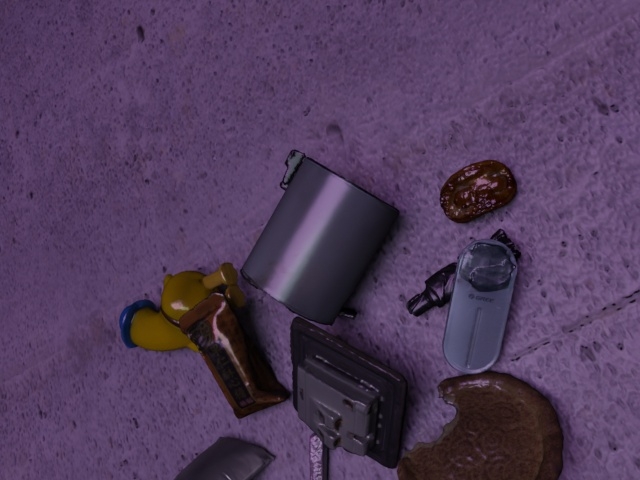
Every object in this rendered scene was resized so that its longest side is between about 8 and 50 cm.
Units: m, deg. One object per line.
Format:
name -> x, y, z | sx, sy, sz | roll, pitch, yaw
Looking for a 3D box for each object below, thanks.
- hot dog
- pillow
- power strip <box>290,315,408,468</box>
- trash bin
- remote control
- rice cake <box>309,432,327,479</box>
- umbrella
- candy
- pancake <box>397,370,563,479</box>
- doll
hot dog -> 0.294, -0.092, 1.190 | 0.147, 0.065, 0.099 | -22, 80, 21
pillow -> -0.219, 0.494, 1.260 | 0.144, 0.254, 0.078 | 17, 123, 26
power strip -> 0.031, 0.299, 1.173 | 0.251, 0.092, 0.257 | 29, 134, 35
trash bin -> 0.000, 0.000, 1.242 | 0.277, 0.217, 0.263 | 31, 96, 3
remote control -> 0.281, 0.117, 1.124 | 0.104, 0.052, 0.248 | 11, 101, 10
rice cake -> -0.005, 0.487, 1.243 | 0.036, 0.047, 0.207 | -3, 79, 21
umbrella -> 0.262, 0.071, 1.178 | 0.235, 0.059, 0.066 | -37, 48, 15
candy -> -0.190, 0.244, 1.319 | 0.143, 0.101, 0.271 | -30, 95, 22
pancake -> 0.258, 0.340, 1.049 | 0.288, 0.033, 0.286 | -25, 40, 0
doll -> -0.327, 0.174, 1.429 | 0.363, 0.145, 0.200 | -28, 73, 28
